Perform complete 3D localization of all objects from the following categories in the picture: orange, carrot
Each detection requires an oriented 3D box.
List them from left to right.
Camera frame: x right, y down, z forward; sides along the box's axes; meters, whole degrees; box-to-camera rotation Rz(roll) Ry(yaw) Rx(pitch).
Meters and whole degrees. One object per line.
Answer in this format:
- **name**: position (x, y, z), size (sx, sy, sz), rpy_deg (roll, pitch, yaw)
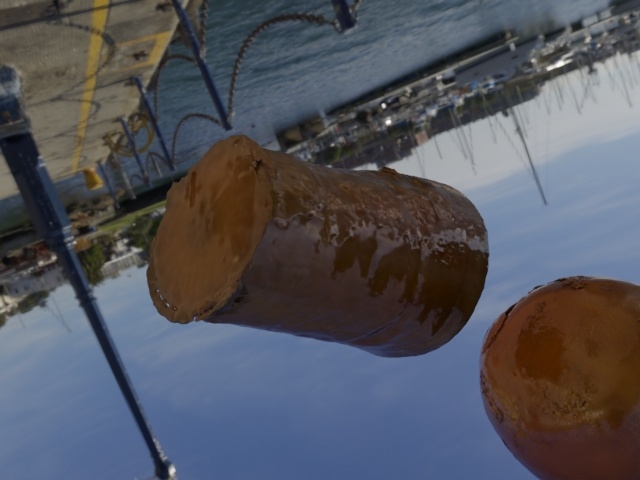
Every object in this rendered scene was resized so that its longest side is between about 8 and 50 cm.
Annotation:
- **carrot**: position (0.000, 0.000, 0.481), size (0.254, 0.195, 0.196), rpy_deg (18, 158, -41)
- **orange**: position (0.294, 0.156, 0.587), size (0.240, 0.239, 0.240), rpy_deg (-20, -172, 3)
